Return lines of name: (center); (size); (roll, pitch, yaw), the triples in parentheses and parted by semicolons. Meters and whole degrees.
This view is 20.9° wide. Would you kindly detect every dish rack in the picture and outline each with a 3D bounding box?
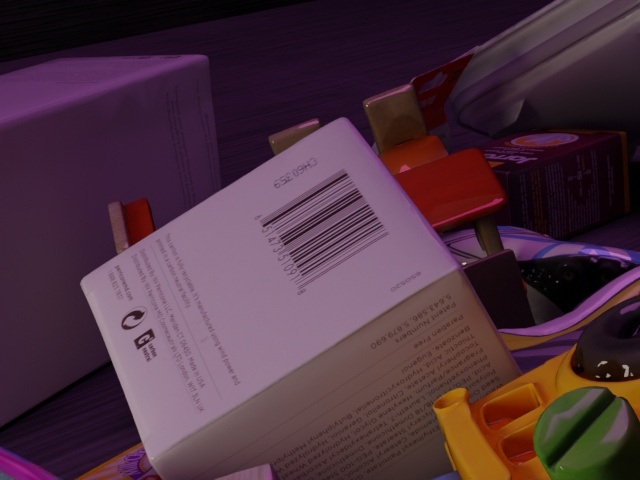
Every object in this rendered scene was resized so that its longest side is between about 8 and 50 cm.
dish rack: (0.305, -0.163, 1.686); (0.285, 0.072, 0.333); (14, -34, -44)

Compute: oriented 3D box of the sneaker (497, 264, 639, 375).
sneaker: (0.168, 0.093, 0.997); (0.300, 0.111, 0.121); (-17, 23, -16)

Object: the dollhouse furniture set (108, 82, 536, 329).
dollhouse furniture set: (0.000, 0.000, 1.198); (0.259, 0.135, 0.262); (-21, 32, -1)

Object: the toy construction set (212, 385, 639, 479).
toy construction set: (0.067, 0.105, 0.431); (0.257, 0.237, 0.309); (-4, 47, 31)

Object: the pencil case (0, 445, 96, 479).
pencil case: (-0.160, 0.150, 0.870); (0.104, 0.104, 0.236); (-16, 16, -38)

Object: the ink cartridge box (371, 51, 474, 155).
ink cartridge box: (0.086, -0.075, 1.562); (0.045, 0.179, 0.145); (38, 28, 13)

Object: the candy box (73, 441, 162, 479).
candy box: (-0.062, 0.134, 1.048); (0.105, 0.027, 0.206); (0, 14, 32)

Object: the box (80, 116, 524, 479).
box: (-0.009, 0.057, 0.924); (0.182, 0.119, 0.181); (-32, 34, 0)

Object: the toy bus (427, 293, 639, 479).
toy bus: (0.119, 0.133, 0.764); (0.211, 0.149, 0.220); (-19, 17, -2)

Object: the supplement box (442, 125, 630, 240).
supplement box: (0.188, -0.047, 1.583); (0.104, 0.081, 0.188); (7, 18, 42)

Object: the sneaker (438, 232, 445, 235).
sneaker: (0.018, 0.023, 1.441); (0.188, 0.066, 0.071); (0, -3, 0)

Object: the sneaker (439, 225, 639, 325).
sneaker: (0.166, 0.025, 1.270); (0.237, 0.085, 0.086); (4, 36, 37)

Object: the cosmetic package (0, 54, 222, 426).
cosmetic package: (-0.225, -0.012, 1.330); (0.156, 0.217, 0.385); (1, 13, 26)
